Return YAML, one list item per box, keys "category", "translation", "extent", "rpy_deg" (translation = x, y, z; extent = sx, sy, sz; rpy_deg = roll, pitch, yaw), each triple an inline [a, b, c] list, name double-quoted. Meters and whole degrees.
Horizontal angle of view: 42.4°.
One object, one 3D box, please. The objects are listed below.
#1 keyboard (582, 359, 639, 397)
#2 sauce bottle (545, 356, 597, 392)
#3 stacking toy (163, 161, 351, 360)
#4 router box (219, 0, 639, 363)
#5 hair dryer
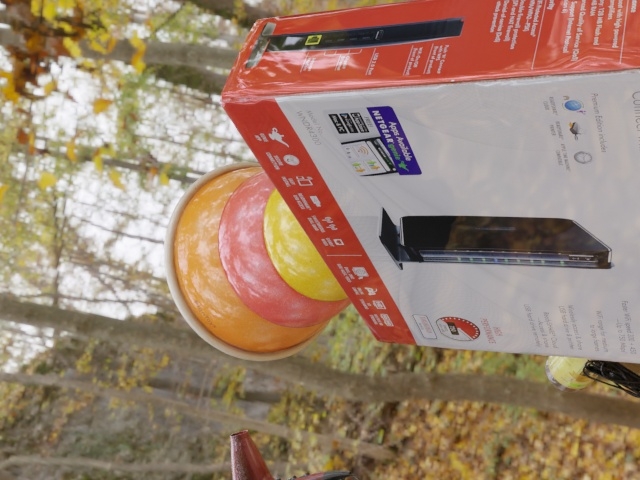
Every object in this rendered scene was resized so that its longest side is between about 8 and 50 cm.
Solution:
- category: "keyboard"
  translation: [0.352, 0.154, 1.026]
  extent: [0.038, 0.192, 0.100]
  rpy_deg: [-58, -1, 16]
- category: "sauce bottle"
  translation: [0.571, 0.210, 1.725]
  extent: [0.344, 0.112, 0.111]
  rpy_deg: [97, -172, -58]
- category: "stacking toy"
  translation: [0.000, 0.000, 1.276]
  extent: [0.480, 0.351, 0.350]
  rpy_deg: [-18, 53, 55]
- category: "router box"
  translation: [0.135, -0.028, 0.612]
  extent: [0.335, 0.301, 0.082]
  rpy_deg: [57, -137, -47]
- category: "hair dryer"
  translation: [-0.060, 0.463, 1.543]
  extent: [0.223, 0.294, 0.080]
  rpy_deg: [-56, -13, 7]
